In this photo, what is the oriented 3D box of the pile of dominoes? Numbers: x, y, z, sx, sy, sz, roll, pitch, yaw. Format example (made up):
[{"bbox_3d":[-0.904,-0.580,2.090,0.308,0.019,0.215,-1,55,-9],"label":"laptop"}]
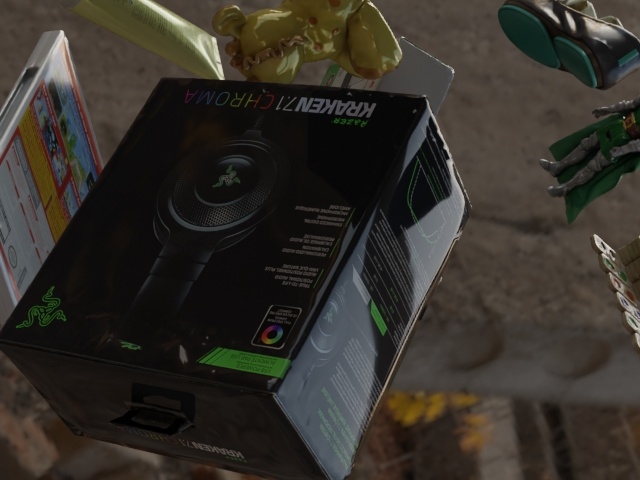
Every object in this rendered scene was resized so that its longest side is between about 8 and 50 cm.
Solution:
[{"bbox_3d":[0.462,0.107,1.983,0.196,0.040,0.251,24,39,-43],"label":"pile of dominoes"}]

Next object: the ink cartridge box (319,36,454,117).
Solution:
[{"bbox_3d":[0.060,-0.155,1.849,0.087,0.208,0.153,30,74,-20],"label":"ink cartridge box"}]

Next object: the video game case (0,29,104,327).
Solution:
[{"bbox_3d":[-0.267,-0.044,1.416,0.285,0.025,0.204,-78,161,-52],"label":"video game case"}]

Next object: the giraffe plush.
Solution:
[{"bbox_3d":[-0.024,-0.227,1.652,0.181,0.170,0.210,55,-5,9],"label":"giraffe plush"}]

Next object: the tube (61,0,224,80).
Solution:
[{"bbox_3d":[-0.211,-0.265,1.844,0.240,0.062,0.070,23,81,-41],"label":"tube"}]

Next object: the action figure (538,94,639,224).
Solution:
[{"bbox_3d":[0.397,-0.137,1.963,0.063,0.232,0.137,23,43,-40],"label":"action figure"}]

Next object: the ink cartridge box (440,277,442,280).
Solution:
[{"bbox_3d":[0.000,0.000,1.712,0.168,0.171,0.233,-49,129,-34],"label":"ink cartridge box"}]

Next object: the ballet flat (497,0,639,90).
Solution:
[{"bbox_3d":[0.237,-0.191,1.377,0.074,0.074,0.203,53,-2,-28],"label":"ballet flat"}]

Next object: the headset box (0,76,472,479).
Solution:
[{"bbox_3d":[-0.062,0.031,1.080,0.283,0.246,0.131,-62,143,-29],"label":"headset box"}]
